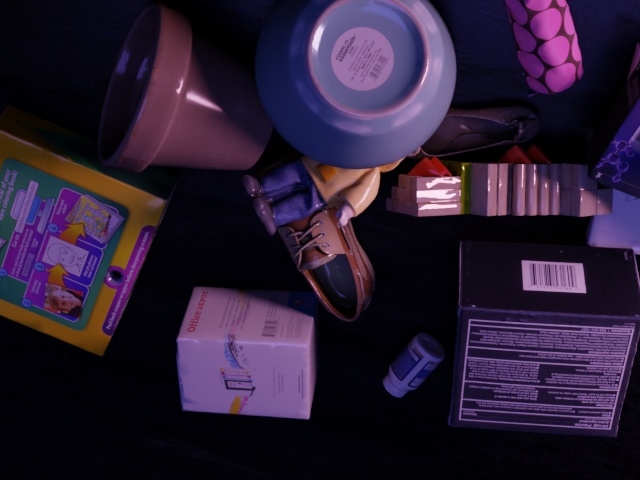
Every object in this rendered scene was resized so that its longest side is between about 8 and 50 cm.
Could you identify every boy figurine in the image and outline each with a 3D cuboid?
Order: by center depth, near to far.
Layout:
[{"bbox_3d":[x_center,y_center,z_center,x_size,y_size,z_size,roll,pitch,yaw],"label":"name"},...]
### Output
[{"bbox_3d":[0.025,-0.106,1.796,0.285,0.177,0.092,-24,150,4],"label":"boy figurine"}]

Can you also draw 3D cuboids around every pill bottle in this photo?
[{"bbox_3d":[0.167,0.230,2.069,0.067,0.067,0.120,32,119,-12],"label":"pill bottle"}]

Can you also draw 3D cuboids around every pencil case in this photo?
[{"bbox_3d":[0.325,-0.316,1.691,0.095,0.098,0.209,-40,134,-16],"label":"pencil case"}]

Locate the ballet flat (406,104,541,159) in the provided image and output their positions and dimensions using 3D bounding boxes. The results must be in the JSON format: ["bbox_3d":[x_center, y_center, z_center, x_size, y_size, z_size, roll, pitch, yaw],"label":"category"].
[{"bbox_3d":[0.231,-0.173,1.829,0.249,0.058,0.084,-5,119,10],"label":"ballet flat"}]

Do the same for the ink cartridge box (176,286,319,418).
[{"bbox_3d":[-0.126,0.198,2.025,0.232,0.171,0.168,3,121,6],"label":"ink cartridge box"}]

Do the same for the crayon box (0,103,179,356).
[{"bbox_3d":[-0.459,-0.011,1.980,0.313,0.106,0.363,24,120,-6],"label":"crayon box"}]

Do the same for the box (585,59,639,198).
[{"bbox_3d":[0.564,-0.140,1.722,0.261,0.103,0.184,21,130,-5],"label":"box"}]

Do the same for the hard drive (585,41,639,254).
[{"bbox_3d":[0.581,-0.133,1.819,0.233,0.047,0.353,9,122,2],"label":"hard drive"}]

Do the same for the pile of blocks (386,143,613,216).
[{"bbox_3d":[0.290,-0.101,1.840,0.362,0.149,0.113,0,98,-2],"label":"pile of blocks"}]

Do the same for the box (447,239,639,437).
[{"bbox_3d":[0.370,0.167,1.924,0.296,0.183,0.294,4,130,5],"label":"box"}]

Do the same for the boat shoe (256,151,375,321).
[{"bbox_3d":[0.000,0.000,1.922,0.122,0.120,0.324,-25,115,19],"label":"boat shoe"}]

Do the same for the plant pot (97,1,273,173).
[{"bbox_3d":[-0.198,-0.209,1.768,0.229,0.263,0.263,18,122,-23],"label":"plant pot"}]

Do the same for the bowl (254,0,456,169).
[{"bbox_3d":[0.062,-0.262,1.661,0.311,0.163,0.312,0,91,-5],"label":"bowl"}]
